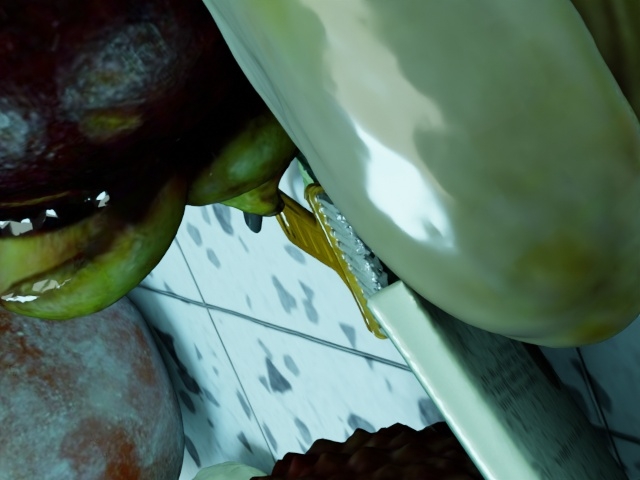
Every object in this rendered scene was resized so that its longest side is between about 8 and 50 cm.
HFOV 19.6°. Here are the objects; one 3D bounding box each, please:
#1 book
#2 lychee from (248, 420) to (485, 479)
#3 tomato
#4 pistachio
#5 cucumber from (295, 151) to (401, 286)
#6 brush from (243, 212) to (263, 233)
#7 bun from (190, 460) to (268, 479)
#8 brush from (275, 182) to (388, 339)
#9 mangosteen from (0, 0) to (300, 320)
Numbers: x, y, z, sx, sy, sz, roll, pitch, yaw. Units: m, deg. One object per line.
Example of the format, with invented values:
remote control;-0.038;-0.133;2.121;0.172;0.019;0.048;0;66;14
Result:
book;0.156;0.174;0.885;0.379;0.031;0.264;56;-169;6
lychee;0.064;0.236;1.055;0.264;0.300;0.264;-166;90;-78
tomato;-0.271;0.152;1.567;0.317;0.282;0.316;42;152;28
pistachio;0.051;-0.086;0.770;0.288;0.166;0.197;56;144;1
cucumber;0.056;0.036;1.075;0.220;0.046;0.070;54;159;15
brush;-0.044;-0.092;1.120;0.063;0.016;0.193;39;136;48
bun;-0.052;0.269;1.503;0.164;0.111;0.188;-35;83;50
brush;0.000;0.000;1.045;0.090;0.017;0.314;66;174;-11
mangosteen;-0.131;-0.128;0.929;0.307;0.307;0.347;20;145;56
